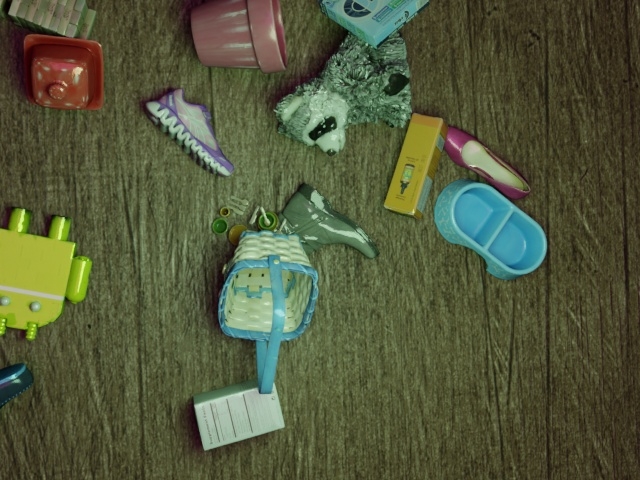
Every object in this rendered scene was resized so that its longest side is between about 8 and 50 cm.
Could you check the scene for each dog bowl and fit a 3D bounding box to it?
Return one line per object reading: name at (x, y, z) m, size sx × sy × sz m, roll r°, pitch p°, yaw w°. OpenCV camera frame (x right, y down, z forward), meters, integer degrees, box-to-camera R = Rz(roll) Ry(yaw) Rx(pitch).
dog bowl at (0.411, -0.027, 1.773) m, size 0.297 × 0.074 × 0.166 m, roll 37°, pitch 83°, yaw -8°

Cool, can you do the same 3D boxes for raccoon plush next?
raccoon plush at (0.037, -0.399, 1.688) m, size 0.299 × 0.216 × 0.446 m, roll -6°, pitch 60°, yaw 3°

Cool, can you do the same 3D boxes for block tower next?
block tower at (-0.647, -0.508, 1.553) m, size 0.335 × 0.097 × 0.091 m, roll 19°, pitch 87°, yaw -12°

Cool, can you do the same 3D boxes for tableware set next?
tableware set at (-0.161, -0.033, 1.655) m, size 0.154 × 0.024 × 0.104 m, roll 25°, pitch 86°, yaw 13°

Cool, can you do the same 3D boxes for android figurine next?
android figurine at (-0.619, 0.072, 1.576) m, size 0.248 × 0.056 × 0.272 m, roll 13°, pitch 85°, yaw -11°

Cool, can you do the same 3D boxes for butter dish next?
butter dish at (-0.536, -0.329, 1.539) m, size 0.160 × 0.118 × 0.160 m, roll 4°, pitch 125°, yaw -11°

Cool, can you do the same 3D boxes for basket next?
basket at (-0.110, 0.139, 1.546) m, size 0.201 × 0.289 × 0.254 m, roll 2°, pitch 129°, yaw -15°

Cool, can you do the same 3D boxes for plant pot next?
plant pot at (-0.175, -0.452, 1.607) m, size 0.180 × 0.201 × 0.201 m, roll -8°, pitch 91°, yaw 4°

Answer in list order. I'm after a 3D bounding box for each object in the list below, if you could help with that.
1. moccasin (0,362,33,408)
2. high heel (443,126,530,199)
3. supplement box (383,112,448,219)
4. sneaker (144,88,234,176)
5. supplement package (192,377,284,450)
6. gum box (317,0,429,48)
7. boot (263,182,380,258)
moccasin at (-0.730, 0.371, 1.528) m, size 0.342 × 0.138 × 0.116 m, roll -29°, pitch 100°, yaw 4°
high heel at (0.387, -0.184, 1.746) m, size 0.082 × 0.117 × 0.244 m, roll -45°, pitch 98°, yaw -8°
supplement box at (0.223, -0.170, 1.724) m, size 0.078 × 0.080 × 0.233 m, roll 17°, pitch 85°, yaw 23°
sneaker at (-0.269, -0.241, 1.632) m, size 0.236 × 0.095 × 0.104 m, roll 44°, pitch 74°, yaw -7°
supplement package at (-0.182, 0.375, 1.634) m, size 0.179 × 0.105 × 0.105 m, roll -14°, pitch 92°, yaw -11°
gum box at (0.112, -0.511, 1.597) m, size 0.157 × 0.041 × 0.184 m, roll -41°, pitch 58°, yaw -9°
boot at (0.000, 0.000, 1.696) m, size 0.246 × 0.083 × 0.161 m, roll 39°, pitch 90°, yaw -3°
